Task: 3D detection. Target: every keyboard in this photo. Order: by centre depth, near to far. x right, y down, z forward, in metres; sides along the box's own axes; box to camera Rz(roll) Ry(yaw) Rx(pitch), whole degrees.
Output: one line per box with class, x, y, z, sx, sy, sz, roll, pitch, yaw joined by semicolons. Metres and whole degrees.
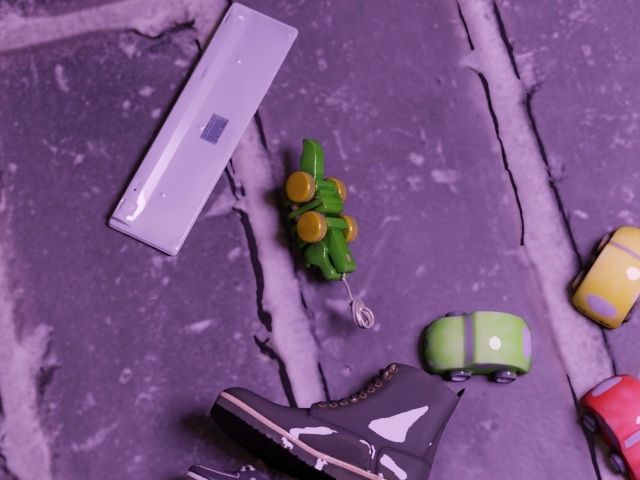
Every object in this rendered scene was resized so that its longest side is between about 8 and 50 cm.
keyboard;-0.109;-0.108;1.599;0.072;0.014;0.256;27;74;3

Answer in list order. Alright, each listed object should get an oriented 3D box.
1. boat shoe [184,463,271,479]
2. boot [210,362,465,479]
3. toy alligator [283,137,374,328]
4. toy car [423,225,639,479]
boat shoe;-0.055;0.216;1.470;0.125;0.046;0.038;21;73;4
boot;0.017;0.146;1.487;0.198;0.077;0.137;30;69;-4
toy alligator;0.000;0.000;1.543;0.051;0.056;0.189;-28;69;35
toy car;0.205;0.094;1.507;0.225;0.053;0.239;0;71;0
